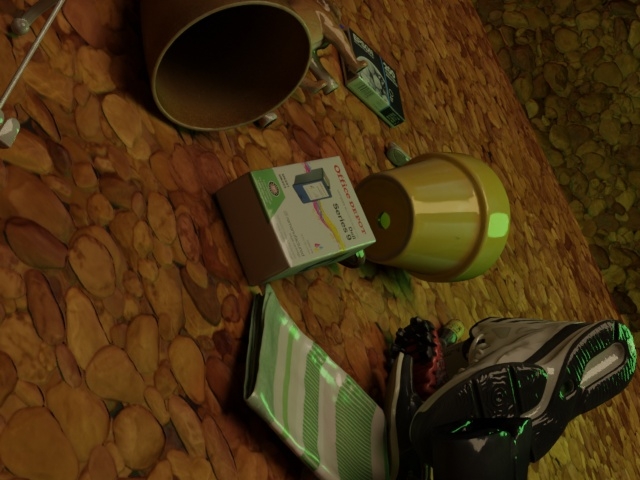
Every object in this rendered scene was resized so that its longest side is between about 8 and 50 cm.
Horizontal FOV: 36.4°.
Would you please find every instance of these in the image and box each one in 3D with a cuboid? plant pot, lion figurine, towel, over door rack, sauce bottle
[{"bbox_3d":[0.185,-0.041,1.815,0.239,0.254,0.254,-3,70,-46],"label":"plant pot"},{"bbox_3d":[-0.062,-0.360,1.723,0.240,0.142,0.392,56,30,-3],"label":"lion figurine"},{"bbox_3d":[0.004,0.240,1.385,0.325,0.038,0.248,51,21,-27],"label":"towel"},{"bbox_3d":[-0.398,-0.286,1.056,0.239,0.108,0.324,43,47,-39],"label":"over door rack"},{"bbox_3d":[-0.168,-0.330,1.423,0.237,0.237,0.254,29,28,-52],"label":"plant pot"},{"bbox_3d":[0.258,0.192,1.953,0.042,0.042,0.128,64,23,-2],"label":"sauce bottle"}]

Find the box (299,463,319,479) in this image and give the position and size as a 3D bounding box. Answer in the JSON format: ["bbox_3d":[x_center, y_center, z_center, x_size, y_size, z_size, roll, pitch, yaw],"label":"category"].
[{"bbox_3d":[-0.002,0.369,1.304,0.081,0.028,0.136,53,30,-24],"label":"box"}]

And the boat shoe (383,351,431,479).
[{"bbox_3d":[0.141,0.288,1.565,0.079,0.084,0.233,9,50,-7],"label":"boat shoe"}]

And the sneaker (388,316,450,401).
[{"bbox_3d":[0.187,0.268,1.682,0.135,0.097,0.276,40,37,-42],"label":"sneaker"}]

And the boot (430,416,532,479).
[{"bbox_3d":[0.188,0.465,1.250,0.367,0.146,0.445,2,93,-70],"label":"boot"}]

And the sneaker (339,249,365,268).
[{"bbox_3d":[0.000,0.000,1.621,0.188,0.066,0.071,44,48,-28],"label":"sneaker"}]

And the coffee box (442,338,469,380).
[{"bbox_3d":[0.319,0.256,1.898,0.246,0.141,0.098,16,54,-58],"label":"coffee box"}]

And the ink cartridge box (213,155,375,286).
[{"bbox_3d":[-0.035,-0.033,1.472,0.212,0.093,0.154,-14,79,-51],"label":"ink cartridge box"}]

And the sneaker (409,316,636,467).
[{"bbox_3d":[0.282,0.246,1.605,0.447,0.257,0.169,-19,99,-30],"label":"sneaker"}]

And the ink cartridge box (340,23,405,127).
[{"bbox_3d":[0.109,-0.386,2.187,0.206,0.045,0.208,33,38,-48],"label":"ink cartridge box"}]

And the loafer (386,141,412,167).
[{"bbox_3d":[0.190,-0.171,2.153,0.125,0.045,0.039,45,25,-31],"label":"loafer"}]
